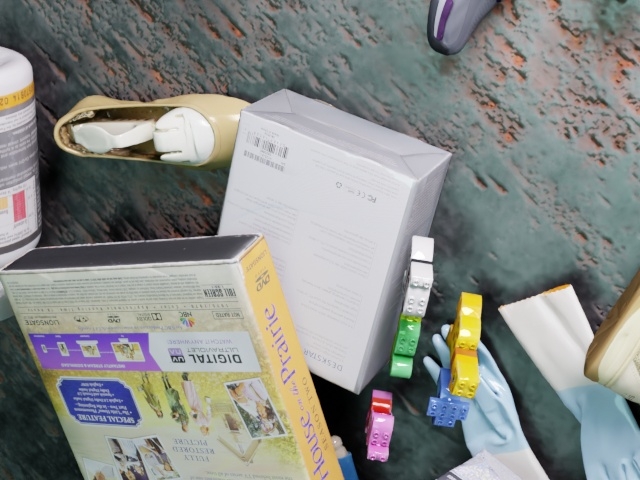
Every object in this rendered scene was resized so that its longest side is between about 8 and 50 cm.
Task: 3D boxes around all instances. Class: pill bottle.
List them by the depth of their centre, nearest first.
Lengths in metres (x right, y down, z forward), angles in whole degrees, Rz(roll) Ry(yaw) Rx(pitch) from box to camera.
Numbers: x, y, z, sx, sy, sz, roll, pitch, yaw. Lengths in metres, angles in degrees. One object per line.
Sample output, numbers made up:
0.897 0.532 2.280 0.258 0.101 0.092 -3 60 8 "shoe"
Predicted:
-0.383 -0.060 1.186 0.162 0.162 0.278 14 116 23 "pill bottle"

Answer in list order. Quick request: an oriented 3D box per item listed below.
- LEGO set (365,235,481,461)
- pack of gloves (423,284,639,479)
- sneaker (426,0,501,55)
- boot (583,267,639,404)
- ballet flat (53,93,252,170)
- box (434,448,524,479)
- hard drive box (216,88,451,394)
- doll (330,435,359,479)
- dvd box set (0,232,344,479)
0.101 0.120 1.002 0.087 0.093 0.227 9 122 -2 "LEGO set"
0.212 0.162 1.042 0.195 0.046 0.232 -22 95 45 "pack of gloves"
0.159 -0.237 0.873 0.098 0.083 0.223 26 120 11 "sneaker"
0.361 0.056 0.877 0.203 0.095 0.262 33 110 4 "boot"
-0.164 -0.102 1.103 0.232 0.073 0.080 3 112 27 "ballet flat"
0.178 0.340 0.999 0.247 0.142 0.163 36 136 37 "box"
0.000 0.000 1.048 0.181 0.089 0.232 24 119 18 "hard drive box"
-0.010 0.247 1.181 0.189 0.046 0.129 38 124 10 "doll"
-0.130 0.198 1.128 0.308 0.062 0.420 -4 114 33 "dvd box set"
